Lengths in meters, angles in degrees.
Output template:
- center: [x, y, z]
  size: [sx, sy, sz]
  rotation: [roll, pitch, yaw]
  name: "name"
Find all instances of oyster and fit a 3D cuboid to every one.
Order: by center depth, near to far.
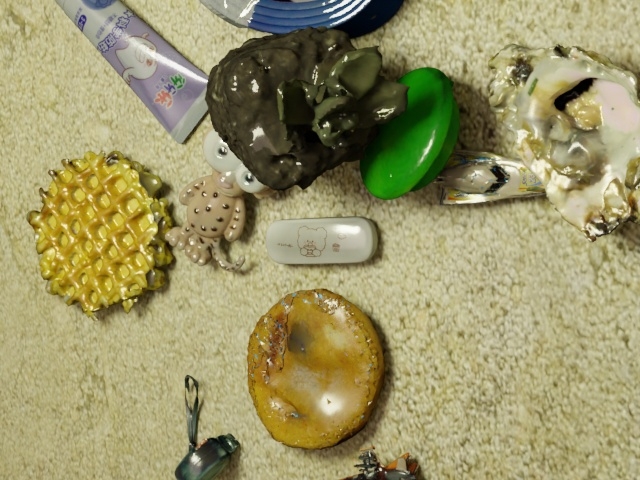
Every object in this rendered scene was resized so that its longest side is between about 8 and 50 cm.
- center: [0.366, -0.159, 1.529]
  size: [0.354, 0.107, 0.201]
  rotation: [57, 132, 25]
  name: "oyster"

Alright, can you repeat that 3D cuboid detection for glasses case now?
- center: [0.000, 0.000, 1.774]
  size: [0.193, 0.049, 0.074]
  rotation: [-1, 92, 27]
  name: "glasses case"

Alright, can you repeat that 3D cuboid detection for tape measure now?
- center: [-0.226, 0.330, 1.885]
  size: [0.104, 0.107, 0.180]
  rotation: [-36, 80, 29]
  name: "tape measure"

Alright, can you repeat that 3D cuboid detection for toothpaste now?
- center: [-0.326, -0.336, 1.922]
  size: [0.371, 0.080, 0.125]
  rotation: [45, 109, 10]
  name: "toothpaste"

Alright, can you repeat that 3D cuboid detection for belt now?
- center: [-0.039, -0.420, 1.730]
  size: [0.347, 0.117, 0.212]
  rotation: [15, 101, 24]
  name: "belt"

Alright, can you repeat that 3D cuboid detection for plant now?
- center: [-0.021, -0.186, 1.577]
  size: [0.312, 0.215, 0.213]
  rotation: [25, 137, 59]
  name: "plant"

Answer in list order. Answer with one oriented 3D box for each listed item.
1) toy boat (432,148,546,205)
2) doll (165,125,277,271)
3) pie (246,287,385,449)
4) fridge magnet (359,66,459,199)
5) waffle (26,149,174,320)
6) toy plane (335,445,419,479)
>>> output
- center: [0.265, -0.093, 1.619]
  size: [0.210, 0.066, 0.084]
  rotation: [2, 96, 27]
  name: "toy boat"
- center: [-0.150, -0.080, 1.816]
  size: [0.154, 0.119, 0.278]
  rotation: [30, 113, 9]
  name: "doll"
- center: [-0.014, 0.204, 1.785]
  size: [0.273, 0.069, 0.273]
  rotation: [1, 93, 27]
  name: "pie"
- center: [0.131, -0.155, 1.638]
  size: [0.208, 0.088, 0.208]
  rotation: [-42, 36, 41]
  name: "fridge magnet"
- center: [-0.381, -0.011, 1.969]
  size: [0.329, 0.062, 0.329]
  rotation: [1, 92, 27]
  name: "waffle"
- center: [0.077, 0.382, 1.754]
  size: [0.188, 0.062, 0.135]
  rotation: [-21, 110, 30]
  name: "toy plane"
